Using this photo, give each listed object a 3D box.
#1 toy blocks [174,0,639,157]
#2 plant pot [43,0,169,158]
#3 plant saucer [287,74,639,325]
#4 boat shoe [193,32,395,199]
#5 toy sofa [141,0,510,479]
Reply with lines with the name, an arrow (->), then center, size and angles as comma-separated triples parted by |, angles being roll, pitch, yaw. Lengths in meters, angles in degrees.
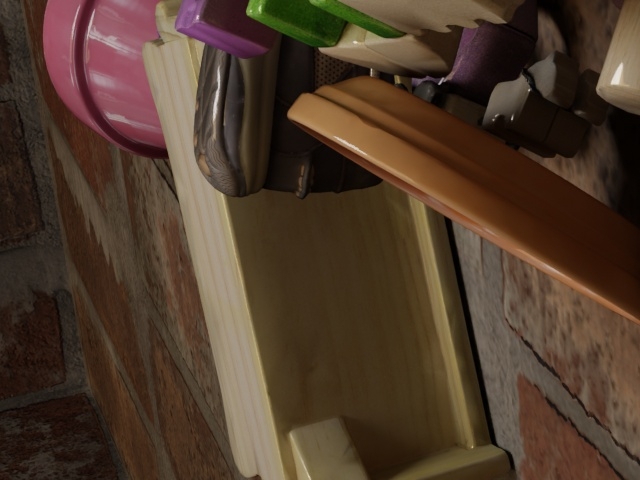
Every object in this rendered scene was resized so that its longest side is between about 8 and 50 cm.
toy blocks -> 0.049, -0.211, 0.757 | 0.288, 0.309, 0.260 | 3, 73, 63
plant pot -> -0.087, -0.146, 1.300 | 0.180, 0.201, 0.201 | 30, 134, 49
plant saucer -> 0.078, -0.022, 0.774 | 0.037, 0.200, 0.200 | -60, 22, 2
boat shoe -> 0.012, -0.196, 0.984 | 0.132, 0.130, 0.355 | -152, 71, -78
toy sofa -> 0.000, 0.000, 1.145 | 0.177, 0.150, 0.362 | -173, 70, -72
